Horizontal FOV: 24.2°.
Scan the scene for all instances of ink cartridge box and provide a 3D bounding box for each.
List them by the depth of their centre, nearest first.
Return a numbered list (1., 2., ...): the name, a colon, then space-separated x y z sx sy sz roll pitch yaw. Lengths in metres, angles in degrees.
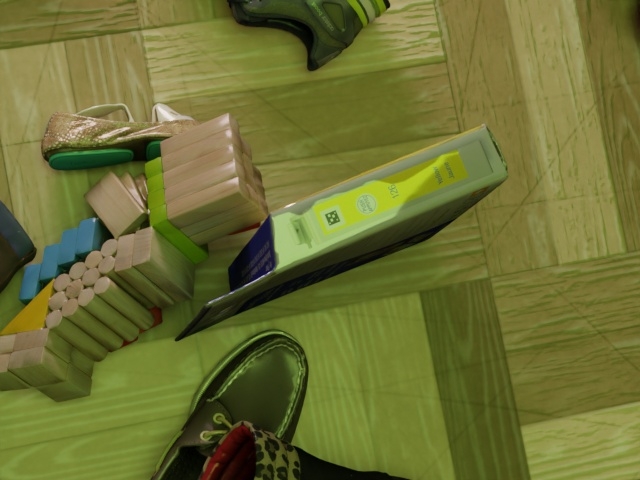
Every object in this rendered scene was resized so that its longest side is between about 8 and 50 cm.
1. ink cartridge box: 0.000 0.000 1.474 0.307 0.303 0.072 -20 85 -14

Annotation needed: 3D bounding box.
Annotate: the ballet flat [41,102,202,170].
1. ballet flat: -0.189 -0.113 1.573 0.206 0.073 0.067 0 69 -15

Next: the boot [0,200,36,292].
1. boot: -0.392 -0.029 1.530 0.106 0.082 0.219 -37 87 -35

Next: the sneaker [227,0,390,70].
1. sneaker: -0.074 -0.300 1.599 0.300 0.111 0.121 35 82 -3

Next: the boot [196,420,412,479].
1. boot: -0.023 0.380 1.457 0.284 0.138 0.377 30 73 -32

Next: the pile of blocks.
1. pile of blocks: -0.194 0.028 1.540 0.362 0.112 0.149 -41 49 2

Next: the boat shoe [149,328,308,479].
1. boat shoe: -0.108 0.233 1.529 0.116 0.097 0.324 36 78 -5
